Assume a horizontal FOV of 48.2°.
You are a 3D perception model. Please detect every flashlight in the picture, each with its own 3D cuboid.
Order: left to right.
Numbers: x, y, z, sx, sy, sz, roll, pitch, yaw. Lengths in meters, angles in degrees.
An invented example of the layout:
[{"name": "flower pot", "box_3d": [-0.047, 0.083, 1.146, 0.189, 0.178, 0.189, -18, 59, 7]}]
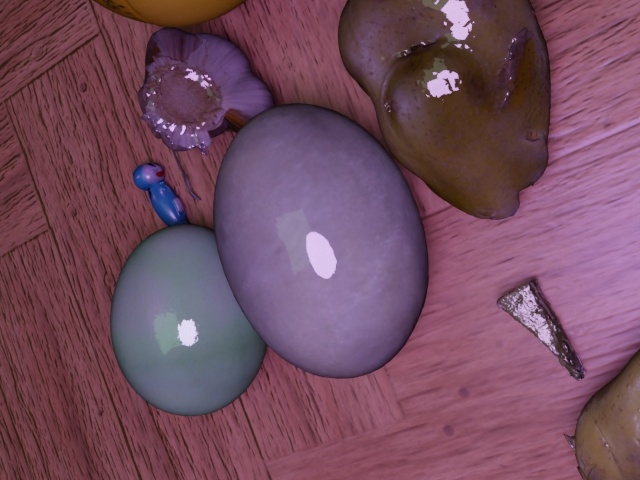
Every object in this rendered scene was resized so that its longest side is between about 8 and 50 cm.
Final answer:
[{"name": "flashlight", "box_3d": [-0.249, -0.065, 1.129, 0.051, 0.051, 0.129, -34, 86, 24]}]

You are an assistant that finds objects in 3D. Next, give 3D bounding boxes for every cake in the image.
[{"name": "cake", "box_3d": [0.285, 0.107, 0.883, 0.140, 0.051, 0.055, 46, 109, 13]}]

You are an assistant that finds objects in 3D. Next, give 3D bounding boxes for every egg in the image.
[{"name": "egg", "box_3d": [-0.183, 0.111, 1.013, 0.220, 0.220, 0.269, -5, 83, 26]}, {"name": "egg", "box_3d": [0.000, 0.000, 0.898, 0.258, 0.258, 0.352, -14, 93, 26]}]

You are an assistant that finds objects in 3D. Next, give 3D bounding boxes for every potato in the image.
[{"name": "potato", "box_3d": [0.159, -0.189, 0.848, 0.218, 0.202, 0.351, -25, 96, 14]}, {"name": "potato", "box_3d": [0.396, 0.191, 0.791, 0.169, 0.143, 0.248, 28, 104, -19]}]

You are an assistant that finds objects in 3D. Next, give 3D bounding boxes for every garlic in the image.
[{"name": "garlic", "box_3d": [-0.184, -0.161, 1.011, 0.207, 0.207, 0.256, 25, 111, 22]}]

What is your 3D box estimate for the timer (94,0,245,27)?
[{"name": "timer", "box_3d": [-0.159, -0.447, 0.899, 0.387, 0.376, 0.376, 7, 97, 17]}]
